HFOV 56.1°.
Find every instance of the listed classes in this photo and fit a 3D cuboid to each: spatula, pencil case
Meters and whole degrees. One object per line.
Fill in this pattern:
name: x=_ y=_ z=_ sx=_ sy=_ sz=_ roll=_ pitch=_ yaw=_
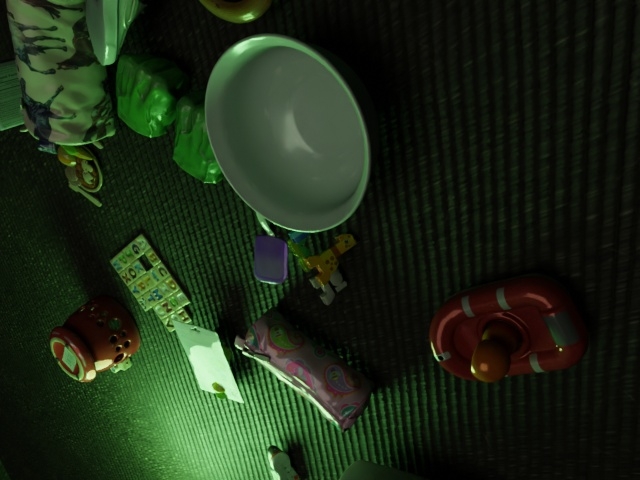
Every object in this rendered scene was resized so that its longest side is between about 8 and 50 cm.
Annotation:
spatula: x=-0.108 y=-0.053 z=1.125 sx=0.084 sy=0.030 sz=0.296 roll=10 pitch=122 yaw=32
pencil case: x=-0.031 y=0.253 z=1.195 sx=0.284 sy=0.124 sz=0.124 roll=34 pitch=132 yaw=15
pencil case: x=-0.500 y=-0.373 z=1.115 sx=0.159 sy=0.184 sz=0.410 roll=-115 pitch=24 yaw=-48

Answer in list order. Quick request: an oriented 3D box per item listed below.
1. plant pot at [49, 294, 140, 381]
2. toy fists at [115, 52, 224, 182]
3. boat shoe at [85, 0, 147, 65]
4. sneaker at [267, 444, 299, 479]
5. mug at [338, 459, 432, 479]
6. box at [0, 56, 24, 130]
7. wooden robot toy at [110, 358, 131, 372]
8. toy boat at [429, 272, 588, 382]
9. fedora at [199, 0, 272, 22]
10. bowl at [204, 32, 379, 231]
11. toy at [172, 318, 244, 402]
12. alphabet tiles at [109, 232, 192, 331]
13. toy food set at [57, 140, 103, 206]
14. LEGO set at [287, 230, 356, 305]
plant pot: x=-0.613 y=0.266 z=1.614 sx=0.191 sy=0.174 sz=0.191 roll=19 pitch=125 yaw=30
toy fists: x=-0.255 y=-0.233 z=1.083 sx=0.279 sy=0.096 sz=0.142 roll=39 pitch=141 yaw=11
boat shoe: x=-0.335 y=-0.407 z=1.002 sx=0.096 sy=0.088 sz=0.267 roll=56 pitch=146 yaw=24
sneaker: x=-0.097 y=0.571 z=1.500 sx=0.065 sy=0.061 sz=0.157 roll=34 pitch=138 yaw=54
mug: x=0.170 y=0.613 z=1.089 sx=0.328 sy=0.374 sz=0.276 roll=7 pitch=115 yaw=28
box: x=-0.693 y=-0.328 z=1.336 sx=0.072 sy=0.126 sz=0.137 roll=9 pitch=121 yaw=35
wooden robot toy: x=-0.632 y=0.354 z=1.747 sx=0.174 sy=0.079 sz=0.076 roll=18 pitch=126 yaw=29
toy boat: x=0.260 y=0.150 z=0.883 sx=0.231 sy=0.151 sz=0.150 roll=-23 pitch=101 yaw=43
fedora: x=-0.124 y=-0.422 z=0.874 sx=0.195 sy=0.079 sz=0.194 roll=20 pitch=133 yaw=23
bowl: x=-0.022 y=-0.173 z=0.912 sx=0.298 sy=0.134 sz=0.297 roll=19 pitch=127 yaw=27
toy: x=-0.253 y=0.276 z=1.424 sx=0.137 sy=0.056 sz=0.237 roll=10 pitch=127 yaw=29
alphabet tiles: x=-0.411 y=0.114 z=1.477 sx=0.198 sy=0.009 sz=0.237 roll=-30 pitch=96 yaw=44
toy food set: x=-0.559 y=-0.168 z=1.393 sx=0.132 sy=0.038 sz=0.192 roll=33 pitch=132 yaw=17
LEGO set: x=0.000 y=0.000 z=1.048 sx=0.227 sy=0.093 sz=0.087 roll=59 pitch=166 yaw=-14
